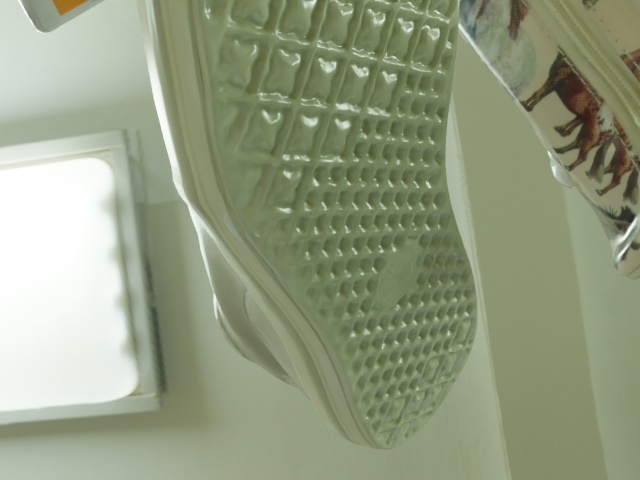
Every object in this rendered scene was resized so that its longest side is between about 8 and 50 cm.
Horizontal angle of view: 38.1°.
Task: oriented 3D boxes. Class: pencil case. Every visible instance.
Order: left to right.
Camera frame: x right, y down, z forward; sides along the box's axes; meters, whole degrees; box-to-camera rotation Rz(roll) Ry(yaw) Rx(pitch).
[{"bbox_3d":[0.159,-0.172,0.623,0.160,0.183,0.410,-41,-103,37],"label":"pencil case"}]

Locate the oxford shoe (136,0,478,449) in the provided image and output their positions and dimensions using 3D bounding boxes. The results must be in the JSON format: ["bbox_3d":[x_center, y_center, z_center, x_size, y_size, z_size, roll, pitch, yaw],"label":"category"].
[{"bbox_3d":[-0.013,-0.050,0.462,0.130,0.449,0.169,32,-117,33],"label":"oxford shoe"}]

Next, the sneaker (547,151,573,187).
[{"bbox_3d":[0.282,-0.118,0.750,0.252,0.111,0.103,-14,-134,37],"label":"sneaker"}]

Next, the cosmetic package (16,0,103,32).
[{"bbox_3d":[-0.084,-0.378,0.690,0.453,0.230,0.161,-34,-109,-9],"label":"cosmetic package"}]
